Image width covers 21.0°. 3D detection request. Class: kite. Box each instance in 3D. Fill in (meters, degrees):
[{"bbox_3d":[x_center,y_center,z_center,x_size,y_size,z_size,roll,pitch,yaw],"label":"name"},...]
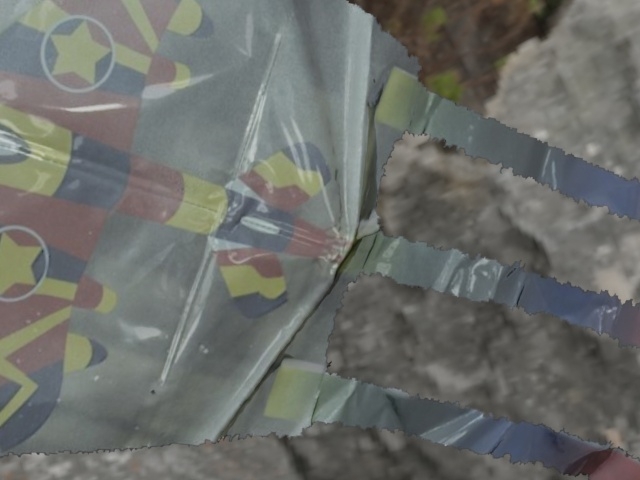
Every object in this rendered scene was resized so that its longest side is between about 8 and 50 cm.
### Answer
[{"bbox_3d":[0.001,0.000,0.379,0.245,0.015,0.141,17,93,-27],"label":"kite"}]
